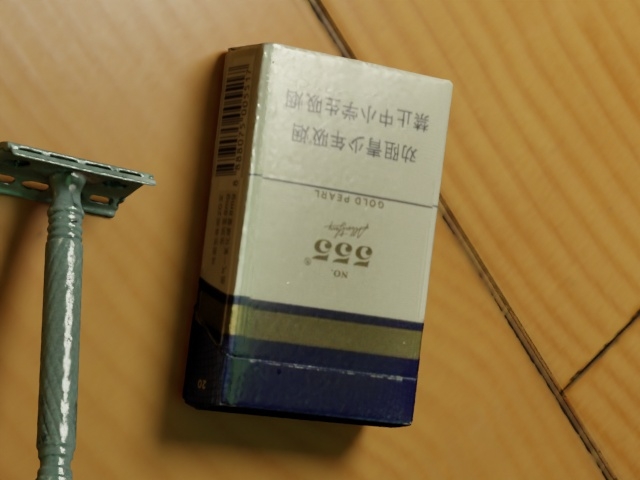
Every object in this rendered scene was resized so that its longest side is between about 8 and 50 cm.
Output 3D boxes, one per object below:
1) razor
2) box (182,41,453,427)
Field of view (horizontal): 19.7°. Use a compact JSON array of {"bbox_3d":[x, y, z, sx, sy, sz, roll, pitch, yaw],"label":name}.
[{"bbox_3d":[-0.169,0.055,1.179,0.106,0.068,0.232,13,66,-29],"label":"razor"},{"bbox_3d":[0.000,0.000,1.310,0.168,0.071,0.259,10,87,-30],"label":"box"}]
